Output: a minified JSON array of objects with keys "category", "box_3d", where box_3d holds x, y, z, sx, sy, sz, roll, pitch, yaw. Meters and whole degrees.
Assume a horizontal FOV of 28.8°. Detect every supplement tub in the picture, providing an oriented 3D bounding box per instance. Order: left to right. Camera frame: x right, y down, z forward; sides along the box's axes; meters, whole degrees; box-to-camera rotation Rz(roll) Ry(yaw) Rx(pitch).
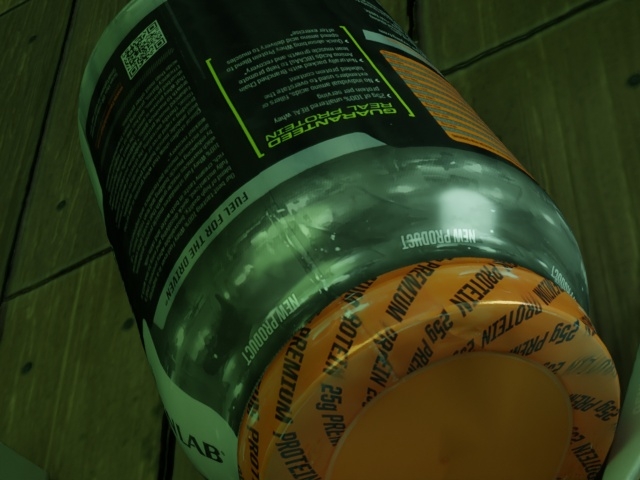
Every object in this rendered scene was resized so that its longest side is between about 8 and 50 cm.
[{"category":"supplement tub","box_3d":[0.000,0.000,0.640,0.207,0.207,0.338,-38,38,7]}]

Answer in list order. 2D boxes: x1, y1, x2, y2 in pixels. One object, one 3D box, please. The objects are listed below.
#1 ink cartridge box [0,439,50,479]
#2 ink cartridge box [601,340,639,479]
[{"category":"ink cartridge box","box_3d":[-0.299,0.248,0.747,0.197,0.114,0.273,-17,46,31]},{"category":"ink cartridge box","box_3d":[0.209,0.071,0.446,0.261,0.066,0.296,-42,12,44]}]
